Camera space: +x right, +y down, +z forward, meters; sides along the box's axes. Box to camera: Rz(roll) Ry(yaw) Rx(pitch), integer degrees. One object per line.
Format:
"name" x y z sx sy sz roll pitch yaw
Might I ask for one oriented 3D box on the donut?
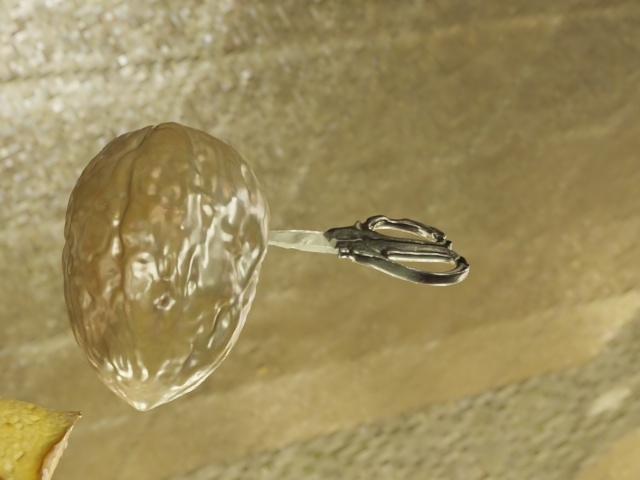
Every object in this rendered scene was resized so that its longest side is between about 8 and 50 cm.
"donut" -0.250 0.190 1.309 0.217 0.085 0.141 -65 -177 -38

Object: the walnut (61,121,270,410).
"walnut" -0.126 0.020 1.420 0.178 0.230 0.178 7 170 1

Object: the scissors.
"scissors" 0.000 0.000 1.657 0.300 0.109 0.022 7 117 -29
